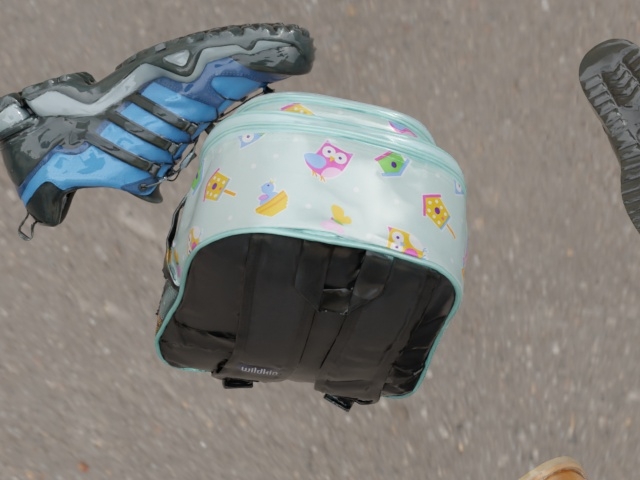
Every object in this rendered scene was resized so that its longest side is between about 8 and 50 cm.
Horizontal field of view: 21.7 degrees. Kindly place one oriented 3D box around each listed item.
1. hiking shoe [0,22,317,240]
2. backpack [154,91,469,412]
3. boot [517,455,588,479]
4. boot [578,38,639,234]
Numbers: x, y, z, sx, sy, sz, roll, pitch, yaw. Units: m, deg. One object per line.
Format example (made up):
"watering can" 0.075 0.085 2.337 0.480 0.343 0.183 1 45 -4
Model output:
"hiking shoe" -0.138 -0.104 1.459 0.304 0.113 0.132 -16 98 14
"backpack" 0.000 0.000 0.919 0.166 0.188 0.144 12 69 -4
"boot" 0.164 0.222 0.969 0.073 0.197 0.152 -29 54 -5
"boot" 0.272 -0.048 1.287 0.077 0.137 0.198 -21 63 14
